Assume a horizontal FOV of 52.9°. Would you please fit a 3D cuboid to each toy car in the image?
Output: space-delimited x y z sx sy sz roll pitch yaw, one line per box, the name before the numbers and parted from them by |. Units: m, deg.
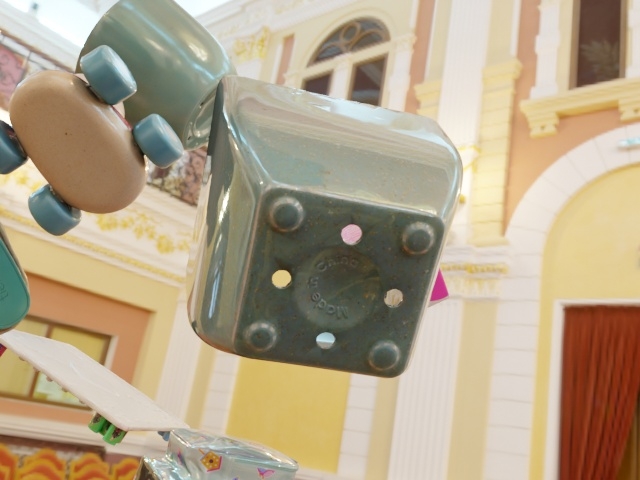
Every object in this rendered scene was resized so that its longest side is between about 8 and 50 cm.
toy car | -0.337 -0.163 0.949 0.219 0.238 0.210 -32 -66 6

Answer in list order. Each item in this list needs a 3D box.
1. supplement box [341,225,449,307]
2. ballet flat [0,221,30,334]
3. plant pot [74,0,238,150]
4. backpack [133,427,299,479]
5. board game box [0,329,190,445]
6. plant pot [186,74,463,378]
supplement box | 0.086 0.034 0.954 0.114 0.111 0.220 -23 13 -6
ballet flat | -0.321 -0.031 0.545 0.086 0.248 0.086 -5 21 2
plant pot | -0.311 -0.324 1.331 0.235 0.293 0.293 37 -15 8
backpack | -0.091 0.275 0.654 0.189 0.144 0.166 30 -19 -20
board game box | -0.510 0.324 1.413 0.390 0.050 0.390 30 -11 14
plant pot | 0.000 0.000 0.611 0.248 0.246 0.252 10 18 -9
